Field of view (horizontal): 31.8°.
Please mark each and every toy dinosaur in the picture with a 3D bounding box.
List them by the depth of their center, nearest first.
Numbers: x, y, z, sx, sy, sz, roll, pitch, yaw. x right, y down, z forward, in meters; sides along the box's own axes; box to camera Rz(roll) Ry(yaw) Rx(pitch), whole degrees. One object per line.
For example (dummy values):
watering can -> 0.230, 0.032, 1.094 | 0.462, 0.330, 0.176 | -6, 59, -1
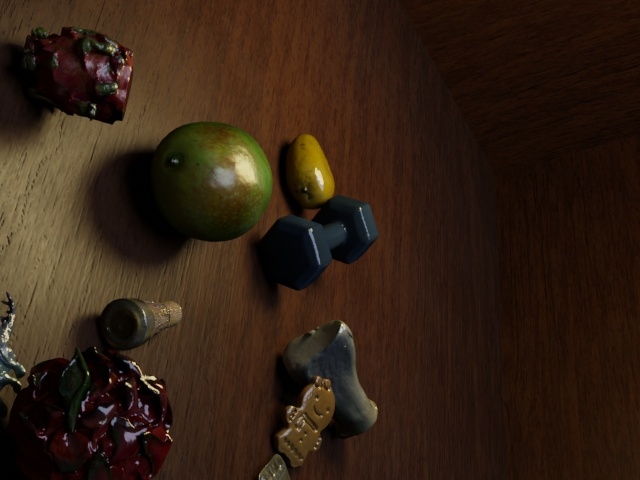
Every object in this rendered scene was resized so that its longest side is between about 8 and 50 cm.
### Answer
toy dinosaur -> -0.441, 0.155, 1.539 | 0.082, 0.039, 0.209 | 45, 36, -47

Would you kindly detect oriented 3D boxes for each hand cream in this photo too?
hand cream -> -0.285, 0.129, 1.870 | 0.203, 0.084, 0.084 | -9, 83, -72

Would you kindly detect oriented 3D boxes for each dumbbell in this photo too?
dumbbell -> 0.000, 0.000, 2.475 | 0.325, 0.144, 0.160 | -24, 99, -61

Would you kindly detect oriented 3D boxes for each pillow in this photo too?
pillow -> -0.065, 0.527, 2.161 | 0.218, 0.033, 0.130 | 71, 22, -8

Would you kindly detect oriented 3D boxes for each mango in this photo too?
mango -> -0.189, -0.109, 2.093 | 0.225, 0.201, 0.382 | 53, 11, 6
mango -> -0.028, -0.162, 2.622 | 0.137, 0.098, 0.195 | 43, 31, -47

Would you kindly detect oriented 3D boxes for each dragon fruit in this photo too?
dragon fruit -> -0.307, 0.273, 1.555 | 0.293, 0.233, 0.234 | 72, 14, -59
dragon fruit -> -0.390, -0.265, 1.790 | 0.167, 0.172, 0.160 | -88, -168, -51

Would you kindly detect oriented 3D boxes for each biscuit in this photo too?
biscuit -> -0.026, 0.369, 2.267 | 0.184, 0.027, 0.133 | -45, 125, -32

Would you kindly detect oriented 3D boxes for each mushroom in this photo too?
mushroom -> 0.038, 0.306, 2.391 | 0.122, 0.159, 0.329 | -78, 149, -42
